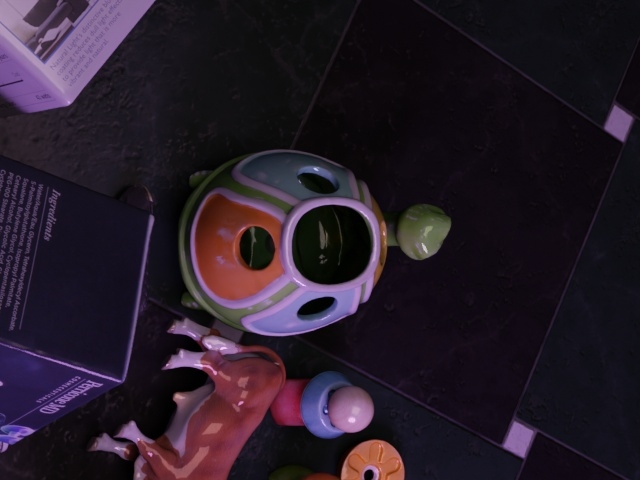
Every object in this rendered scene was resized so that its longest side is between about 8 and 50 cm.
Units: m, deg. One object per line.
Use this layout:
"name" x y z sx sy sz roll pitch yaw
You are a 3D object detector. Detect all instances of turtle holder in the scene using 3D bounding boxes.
"turtle holder" -0.011 0.015 2.015 0.320 0.227 0.243 26 77 -27

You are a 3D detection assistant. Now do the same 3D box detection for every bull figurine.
"bull figurine" -0.169 0.252 2.002 0.188 0.101 0.310 38 74 -22

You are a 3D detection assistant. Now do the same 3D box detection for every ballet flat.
"ballet flat" -0.238 0.015 2.000 0.057 0.049 0.173 5 86 14

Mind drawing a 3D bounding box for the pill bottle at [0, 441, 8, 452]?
"pill bottle" -0.432 0.231 1.875 0.116 0.065 0.065 -12 97 -28

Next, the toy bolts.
"toy bolts" 0.041 0.281 2.086 0.218 0.158 0.228 -8 95 -29

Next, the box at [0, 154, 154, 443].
"box" -0.431 0.042 1.715 0.395 0.293 0.212 21 60 -27

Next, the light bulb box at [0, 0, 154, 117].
"light bulb box" -0.400 -0.329 1.719 0.361 0.358 0.225 44 69 -24
